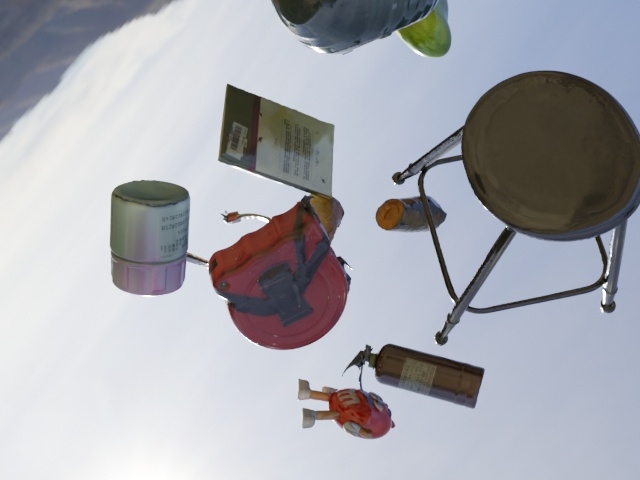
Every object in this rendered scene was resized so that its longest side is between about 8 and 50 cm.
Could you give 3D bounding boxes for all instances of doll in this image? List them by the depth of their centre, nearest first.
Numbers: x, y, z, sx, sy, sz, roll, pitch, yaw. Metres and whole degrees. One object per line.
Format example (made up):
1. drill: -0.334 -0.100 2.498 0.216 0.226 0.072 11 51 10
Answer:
1. doll: 0.060 0.344 2.104 0.183 0.217 0.085 -106 -145 -65

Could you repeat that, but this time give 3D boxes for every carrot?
1. carrot: 0.192 -0.056 2.199 0.082 0.173 0.082 -1 -91 40

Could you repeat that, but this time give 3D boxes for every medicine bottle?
1. medicine bottle: -0.285 -0.005 1.751 0.135 0.135 0.168 -114 -153 -68

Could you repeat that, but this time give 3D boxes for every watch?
1. watch: -0.210 0.007 2.681 0.102 0.268 0.165 78 27 -80

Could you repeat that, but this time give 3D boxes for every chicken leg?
1. chicken leg: -0.002 -0.001 2.357 0.107 0.087 0.251 -11 -124 15

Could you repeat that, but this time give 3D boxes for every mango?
1. mango: 0.216 -0.516 2.358 0.143 0.175 0.293 -40 -142 25

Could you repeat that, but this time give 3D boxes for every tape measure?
1. tape measure: -0.064 0.078 1.961 0.253 0.260 0.114 -30 -154 3

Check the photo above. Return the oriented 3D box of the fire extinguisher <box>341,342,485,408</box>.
1. fire extinguisher: 0.151 0.229 1.748 0.071 0.231 0.099 -57 157 -65

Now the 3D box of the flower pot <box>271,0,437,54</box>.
1. flower pot: 0.048 -0.314 1.250 0.189 0.157 0.243 -11 -165 47

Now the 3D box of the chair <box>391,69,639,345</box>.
1. chair: 0.366 -0.074 1.860 0.410 0.362 0.365 100 -22 -67

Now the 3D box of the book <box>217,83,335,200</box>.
1. book: -0.092 -0.217 2.323 0.026 0.289 0.201 -36 -137 48
